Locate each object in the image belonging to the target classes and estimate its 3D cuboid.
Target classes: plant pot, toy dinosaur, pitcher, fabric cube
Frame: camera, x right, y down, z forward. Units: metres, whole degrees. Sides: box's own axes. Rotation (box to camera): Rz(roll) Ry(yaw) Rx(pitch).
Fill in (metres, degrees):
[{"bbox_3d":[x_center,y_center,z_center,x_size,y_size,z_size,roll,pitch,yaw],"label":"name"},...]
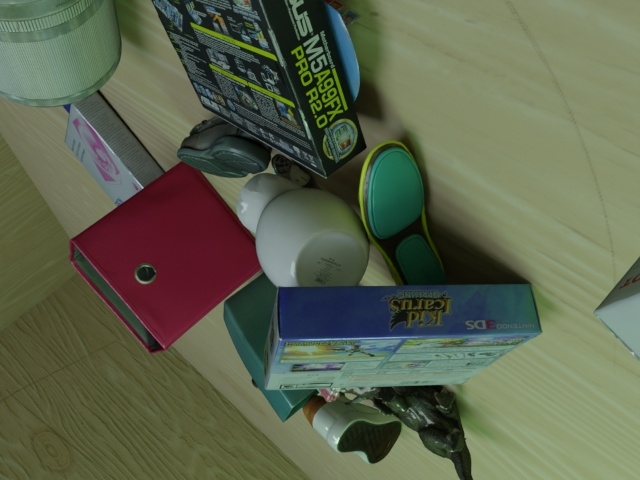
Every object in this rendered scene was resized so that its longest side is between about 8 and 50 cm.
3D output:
[{"bbox_3d":[-0.073,0.188,1.204,0.234,0.165,0.165,49,157,13],"label":"plant pot"},{"bbox_3d":[0.170,0.274,1.003,0.314,0.121,0.160,33,165,22],"label":"toy dinosaur"},{"bbox_3d":[0.000,0.000,0.776,0.178,0.125,0.207,19,-168,-25],"label":"pitcher"},{"bbox_3d":[-0.297,0.039,1.233,0.254,0.258,0.259,52,157,-5],"label":"fabric cube"}]

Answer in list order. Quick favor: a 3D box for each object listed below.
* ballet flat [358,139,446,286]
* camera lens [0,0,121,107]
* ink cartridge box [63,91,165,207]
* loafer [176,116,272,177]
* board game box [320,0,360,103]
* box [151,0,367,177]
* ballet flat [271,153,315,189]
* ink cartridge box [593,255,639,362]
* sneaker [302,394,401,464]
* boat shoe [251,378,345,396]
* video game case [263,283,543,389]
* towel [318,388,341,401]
[{"bbox_3d":[0.081,-0.021,0.719,0.077,0.077,0.231,46,165,51],"label":"ballet flat"},{"bbox_3d":[-0.398,-0.335,0.873,0.219,0.219,0.274,44,156,10],"label":"camera lens"},{"bbox_3d":[-0.497,-0.216,1.429,0.330,0.071,0.324,51,157,-10],"label":"ink cartridge box"},{"bbox_3d":[-0.129,-0.142,0.910,0.096,0.084,0.267,24,173,-28],"label":"loafer"},{"bbox_3d":[-0.008,-0.209,0.627,0.168,0.033,0.133,45,162,22],"label":"board game box"},{"bbox_3d":[-0.081,-0.205,0.664,0.270,0.060,0.216,35,155,44],"label":"box"},{"bbox_3d":[-0.026,-0.073,0.872,0.041,0.041,0.114,17,142,51],"label":"ballet flat"},{"bbox_3d":[0.260,0.013,0.316,0.127,0.176,0.128,46,157,6],"label":"ink cartridge box"},{"bbox_3d":[0.063,0.342,1.209,0.123,0.106,0.290,32,173,35],"label":"sneaker"},{"bbox_3d":[-0.053,0.325,1.429,0.120,0.122,0.324,50,158,-13],"label":"boat shoe"},{"bbox_3d":[0.074,0.118,0.739,0.244,0.270,0.061,109,159,-65],"label":"video game case"},{"bbox_3d":[0.010,0.147,1.029,0.144,0.029,0.197,47,130,37],"label":"towel"}]
